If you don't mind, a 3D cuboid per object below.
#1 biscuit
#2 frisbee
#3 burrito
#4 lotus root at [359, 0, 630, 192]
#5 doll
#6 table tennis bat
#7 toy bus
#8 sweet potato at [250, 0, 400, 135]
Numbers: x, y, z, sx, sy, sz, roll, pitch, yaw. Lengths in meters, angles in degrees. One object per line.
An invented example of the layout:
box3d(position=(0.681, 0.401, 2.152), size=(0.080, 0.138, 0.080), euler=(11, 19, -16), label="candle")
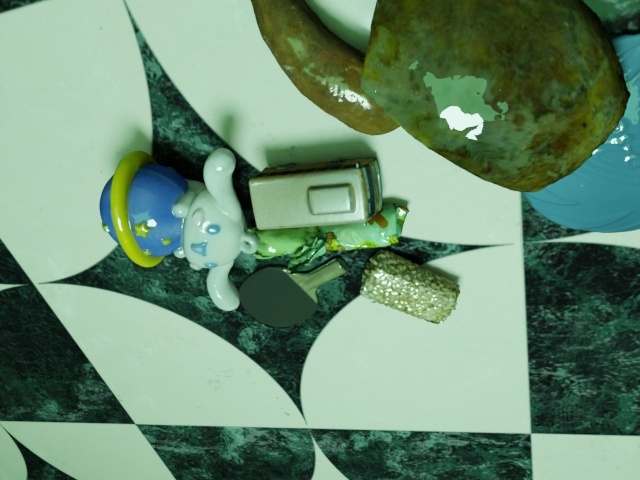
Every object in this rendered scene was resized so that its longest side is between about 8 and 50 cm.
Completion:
box3d(position=(0.151, 0.080, 0.858), size=(0.168, 0.070, 0.082), euler=(22, 133, -5), label="biscuit")
box3d(position=(0.400, -0.120, 0.659), size=(0.289, 0.049, 0.290), euler=(7, 128, 9), label="frisbee")
box3d(position=(0.000, 0.000, 0.814), size=(0.287, 0.104, 0.054), euler=(-6, 134, 19), label="burrito")
box3d(position=(0.199, -0.186, 0.582), size=(0.313, 0.142, 0.210), euler=(27, 129, 2), label="lotus root")
box3d(position=(-0.219, -0.019, 0.836), size=(0.242, 0.160, 0.311), euler=(-8, 126, 3), label="doll")
box3d(position=(-0.051, 0.093, 0.950), size=(0.246, 0.022, 0.138), euler=(-31, 114, 32), label="table tennis bat")
box3d(position=(-0.005, -0.069, 0.752), size=(0.181, 0.103, 0.091), euler=(-3, 108, 16), label="toy bus")
box3d(position=(0.000, -0.233, 0.648), size=(0.291, 0.097, 0.097), euler=(38, 126, -15), label="sweet potato")
